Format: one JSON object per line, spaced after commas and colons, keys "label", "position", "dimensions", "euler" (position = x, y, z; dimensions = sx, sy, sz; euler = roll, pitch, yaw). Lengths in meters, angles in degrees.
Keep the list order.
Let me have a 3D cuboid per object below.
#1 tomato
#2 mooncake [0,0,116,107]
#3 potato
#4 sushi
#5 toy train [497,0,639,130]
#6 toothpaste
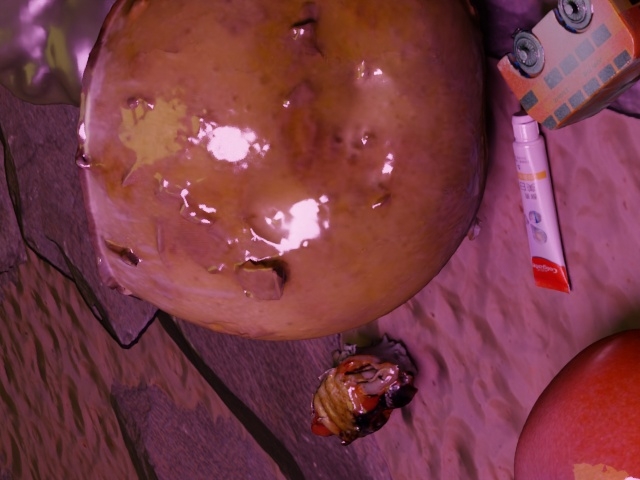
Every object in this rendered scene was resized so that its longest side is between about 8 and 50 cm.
{"label": "tomato", "position": [0.299, 0.207, 1.470], "dimensions": [0.256, 0.224, 0.256], "euler": [31, 139, 32]}
{"label": "mooncake", "position": [-0.261, -0.324, 1.834], "dimensions": [0.194, 0.356, 0.356], "euler": [-70, -30, -71]}
{"label": "potato", "position": [-0.001, -0.113, 1.570], "dimensions": [0.319, 0.385, 0.442], "euler": [14, 116, 27]}
{"label": "sushi", "position": [0.043, 0.173, 1.922], "dimensions": [0.097, 0.103, 0.226], "euler": [39, 143, -6]}
{"label": "toy train", "position": [0.239, -0.176, 1.456], "dimensions": [0.099, 0.072, 0.188], "euler": [62, 147, 10]}
{"label": "toothpaste", "position": [0.215, -0.036, 1.613], "dimensions": [0.048, 0.031, 0.190], "euler": [12, 121, 48]}
